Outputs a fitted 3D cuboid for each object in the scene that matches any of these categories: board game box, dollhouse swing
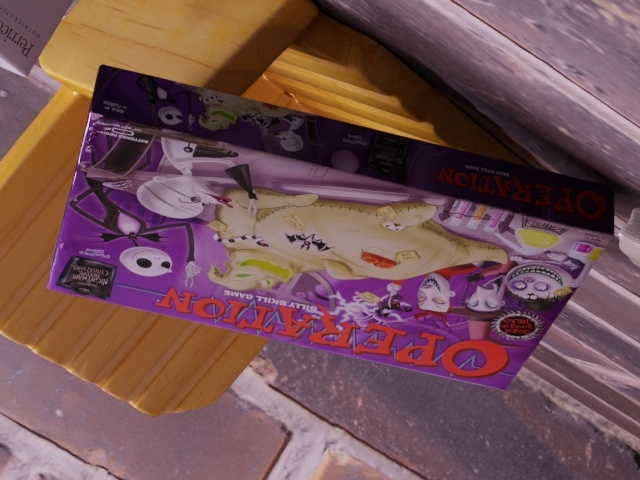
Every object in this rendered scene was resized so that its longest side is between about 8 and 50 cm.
[{"bbox_3d":[0.000,0.000,1.153,0.346,0.056,0.208,12,147,-9],"label":"board game box"},{"bbox_3d":[-0.057,0.007,1.272,0.347,0.305,0.315,36,173,-38],"label":"dollhouse swing"}]

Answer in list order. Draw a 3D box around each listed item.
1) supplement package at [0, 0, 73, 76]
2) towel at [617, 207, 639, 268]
[{"bbox_3d":[-0.276,-0.241,0.999,0.204,0.145,0.262,27,175,38],"label":"supplement package"},{"bbox_3d":[0.355,0.075,1.045,0.324,0.056,0.312,26,177,26],"label":"towel"}]
